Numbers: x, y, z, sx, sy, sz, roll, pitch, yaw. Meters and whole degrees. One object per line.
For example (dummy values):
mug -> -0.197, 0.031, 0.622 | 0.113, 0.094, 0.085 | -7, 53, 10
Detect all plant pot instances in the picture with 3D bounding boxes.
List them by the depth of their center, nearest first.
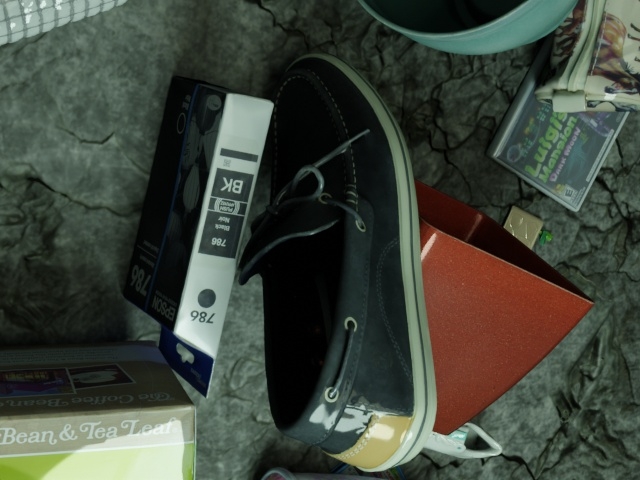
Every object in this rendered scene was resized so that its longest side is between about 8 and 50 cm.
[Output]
plant pot -> 0.195, -0.336, 1.552 | 0.196, 0.293, 0.293 | 28, 89, -58
plant pot -> 0.110, 0.074, 1.615 | 0.267, 0.267, 0.235 | 24, 102, -32

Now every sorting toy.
sorting toy -> 0.276, -0.005, 1.816 | 0.083, 0.012, 0.062 | 24, 86, -28

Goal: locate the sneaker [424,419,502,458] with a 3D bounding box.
sneaker -> 0.147, 0.241, 1.757 | 0.212, 0.094, 0.080 | 17, 86, -34

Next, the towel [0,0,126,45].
towel -> -0.336, -0.339, 1.329 | 0.235, 0.121, 0.283 | -22, 114, -21

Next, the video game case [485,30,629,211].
video game case -> 0.325, -0.158, 1.798 | 0.173, 0.022, 0.190 | 29, 88, -31

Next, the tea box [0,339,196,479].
tea box -> -0.314, 0.291, 1.415 | 0.329, 0.220, 0.323 | 0, 105, -18

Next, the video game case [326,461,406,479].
video game case -> 0.039, 0.349, 1.776 | 0.166, 0.015, 0.119 | -35, 117, -17

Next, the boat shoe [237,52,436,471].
boat shoe -> 0.000, 0.000, 1.439 | 0.156, 0.187, 0.500 | 12, 56, -31

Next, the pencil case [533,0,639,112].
pencil case -> 0.379, -0.349, 1.679 | 0.183, 0.160, 0.410 | 8, 95, -48

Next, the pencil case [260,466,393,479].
pencil case -> 0.047, 0.354, 1.701 | 0.273, 0.124, 0.113 | 12, 96, -30

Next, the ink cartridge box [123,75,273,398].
ink cartridge box -> -0.145, -0.008, 1.492 | 0.065, 0.165, 0.332 | 8, 98, -30
